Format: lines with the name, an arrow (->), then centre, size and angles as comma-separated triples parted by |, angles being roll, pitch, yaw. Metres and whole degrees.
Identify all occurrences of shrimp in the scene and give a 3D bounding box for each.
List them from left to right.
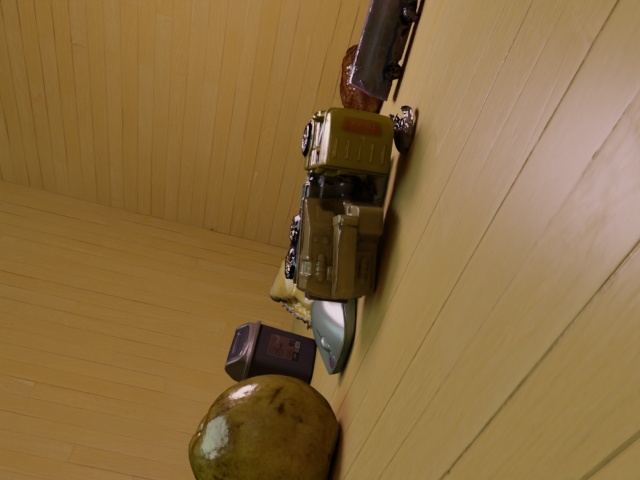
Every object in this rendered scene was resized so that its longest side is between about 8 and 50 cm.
shrimp -> 0.176, -0.244, 1.234 | 0.161, 0.034, 0.091 | -97, 22, -57

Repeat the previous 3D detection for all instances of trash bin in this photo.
trash bin -> -0.171, 0.406, 2.032 | 0.209, 0.290, 0.182 | -80, 5, -52

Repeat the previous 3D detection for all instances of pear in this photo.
pear -> -0.117, 0.428, 1.205 | 0.304, 0.304, 0.303 | -166, 90, -86

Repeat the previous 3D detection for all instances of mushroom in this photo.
mushroom -> 0.139, -0.516, 1.910 | 0.253, 0.153, 0.253 | 6, -90, -87

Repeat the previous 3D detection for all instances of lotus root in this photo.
lotus root -> 0.118, -0.140, 1.412 | 0.144, 0.070, 0.143 | 156, 122, -80

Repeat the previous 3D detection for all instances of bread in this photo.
bread -> -0.042, 0.164, 2.033 | 0.262, 0.163, 0.204 | 37, 120, 39

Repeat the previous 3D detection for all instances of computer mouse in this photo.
computer mouse -> 0.025, 0.187, 1.424 | 0.288, 0.097, 0.159 | -81, 8, -59

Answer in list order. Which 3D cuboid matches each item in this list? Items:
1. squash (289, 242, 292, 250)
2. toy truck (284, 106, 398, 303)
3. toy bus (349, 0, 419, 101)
squash -> 0.003, 0.004, 1.783 | 0.218, 0.173, 0.218 | 19, -90, -84
toy truck -> 0.045, -0.069, 1.207 | 0.254, 0.181, 0.405 | -168, 86, -76
toy bus -> 0.169, -0.534, 1.540 | 0.112, 0.138, 0.316 | -83, 9, -72
